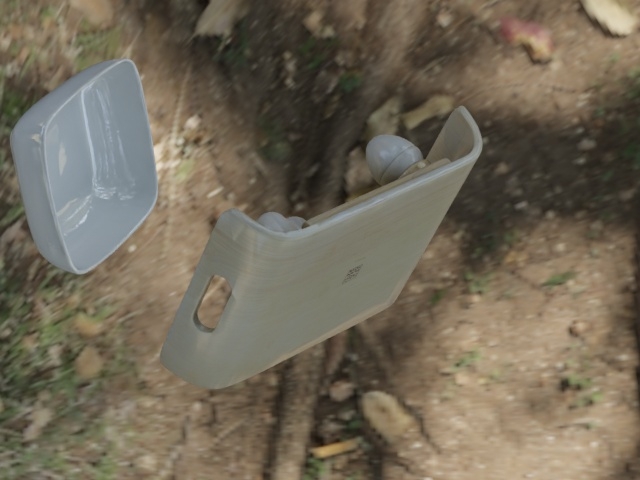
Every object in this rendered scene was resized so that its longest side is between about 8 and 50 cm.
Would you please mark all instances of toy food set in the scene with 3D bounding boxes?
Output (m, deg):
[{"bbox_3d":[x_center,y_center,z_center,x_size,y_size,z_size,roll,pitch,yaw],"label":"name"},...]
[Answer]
[{"bbox_3d":[0.000,0.000,1.565,0.306,0.220,0.092,-24,64,-39],"label":"toy food set"}]

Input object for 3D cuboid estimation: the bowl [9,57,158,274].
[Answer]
[{"bbox_3d":[-0.186,-0.059,1.315,0.142,0.053,0.142,-50,139,-51],"label":"bowl"}]
